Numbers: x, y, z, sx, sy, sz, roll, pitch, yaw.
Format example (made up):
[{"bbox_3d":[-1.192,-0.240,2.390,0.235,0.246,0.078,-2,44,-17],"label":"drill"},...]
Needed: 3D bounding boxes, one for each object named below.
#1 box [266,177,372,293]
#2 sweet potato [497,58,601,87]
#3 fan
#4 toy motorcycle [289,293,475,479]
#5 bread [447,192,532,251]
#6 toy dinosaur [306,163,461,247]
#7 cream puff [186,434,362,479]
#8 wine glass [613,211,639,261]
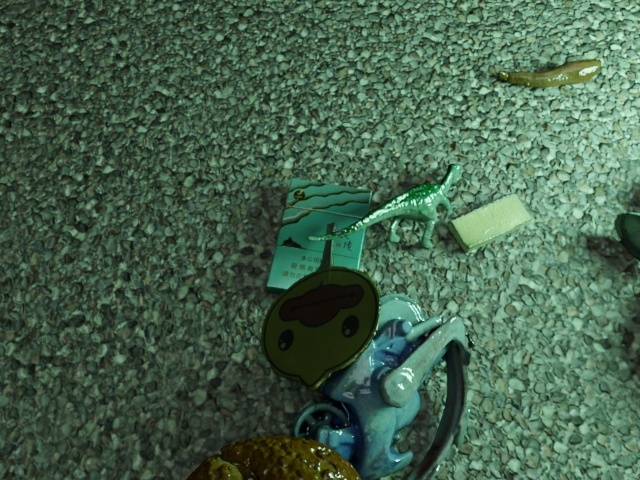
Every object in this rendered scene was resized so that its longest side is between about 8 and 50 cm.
[{"bbox_3d":[0.000,-0.001,1.228,0.162,0.041,0.229,10,66,5],"label":"box"},{"bbox_3d":[0.482,-0.348,1.381,0.214,0.050,0.050,-7,66,4],"label":"sweet potato"},{"bbox_3d":[0.001,0.100,1.106,0.229,0.011,0.335,-16,46,26],"label":"fan"},{"bbox_3d":[0.121,0.252,1.036,0.241,0.182,0.319,31,75,15],"label":"toy motorcycle"},{"bbox_3d":[0.325,-0.035,1.250,0.153,0.028,0.068,-24,68,-11],"label":"bread"},{"bbox_3d":[0.148,-0.026,1.198,0.383,0.129,0.076,-32,29,-34],"label":"toy dinosaur"},{"bbox_3d":[-0.066,0.400,0.857,0.303,0.212,0.303,-2,67,4],"label":"cream puff"},{"bbox_3d":[0.673,-0.068,1.211,0.241,0.126,0.126,-37,71,-13],"label":"wine glass"}]
